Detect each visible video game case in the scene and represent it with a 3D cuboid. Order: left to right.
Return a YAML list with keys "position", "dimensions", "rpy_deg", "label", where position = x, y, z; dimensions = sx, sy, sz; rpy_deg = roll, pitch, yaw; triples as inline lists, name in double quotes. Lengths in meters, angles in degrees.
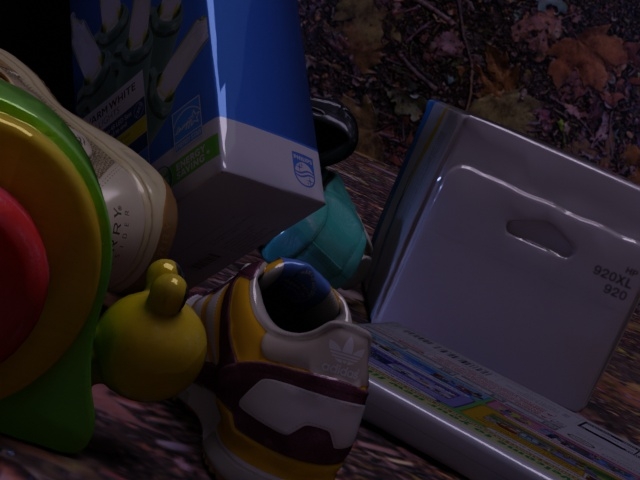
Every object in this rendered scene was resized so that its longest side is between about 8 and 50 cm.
- position: [0.093, 0.102, 0.747]
  dimensions: [0.212, 0.023, 0.193]
  rpy_deg: [27, 8, 22]
  label: "video game case"

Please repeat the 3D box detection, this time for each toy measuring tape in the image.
- position: [-0.186, -0.023, 0.442]
  dimensions: [0.330, 0.121, 0.121]
  rpy_deg: [21, 8, -17]
  label: "toy measuring tape"

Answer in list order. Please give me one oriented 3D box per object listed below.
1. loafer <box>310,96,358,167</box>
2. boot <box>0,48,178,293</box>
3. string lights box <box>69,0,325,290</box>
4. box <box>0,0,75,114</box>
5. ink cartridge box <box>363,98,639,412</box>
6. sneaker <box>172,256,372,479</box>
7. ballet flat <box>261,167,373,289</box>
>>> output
- position: [-0.081, -0.080, 1.056]
  dimensions: [0.223, 0.076, 0.078]
  rpy_deg: [-5, 11, -2]
  label: "loafer"
- position: [-0.223, -0.056, 0.658]
  dimensions: [0.262, 0.095, 0.203]
  rpy_deg: [33, 13, 31]
  label: "boot"
- position: [-0.080, -0.115, 0.783]
  dimensions: [0.077, 0.133, 0.260]
  rpy_deg: [16, 55, -40]
  label: "string lights box"
- position: [-0.249, -0.168, 0.992]
  dimensions: [0.103, 0.184, 0.261]
  rpy_deg: [18, 10, -33]
  label: "box"
- position: [0.140, 0.001, 1.027]
  dimensions: [0.171, 0.168, 0.233]
  rpy_deg: [22, 8, -3]
  label: "ink cartridge box"
- position: [-0.026, 0.042, 0.572]
  dimensions: [0.069, 0.084, 0.185]
  rpy_deg: [19, 9, -29]
  label: "sneaker"
- position: [0.000, 0.000, 1.034]
  dimensions: [0.087, 0.083, 0.247]
  rpy_deg: [47, 6, -4]
  label: "ballet flat"
